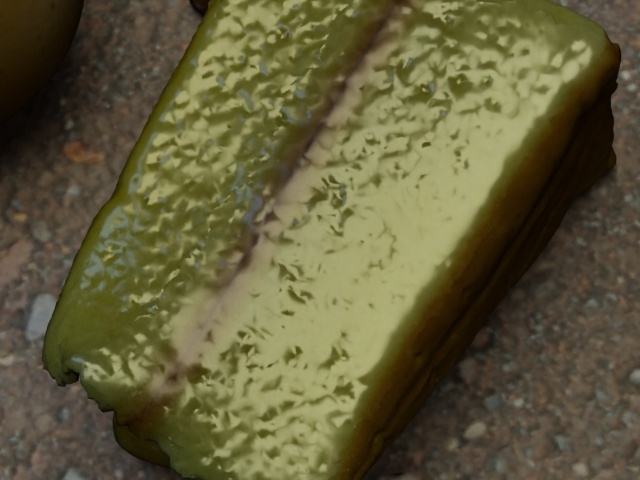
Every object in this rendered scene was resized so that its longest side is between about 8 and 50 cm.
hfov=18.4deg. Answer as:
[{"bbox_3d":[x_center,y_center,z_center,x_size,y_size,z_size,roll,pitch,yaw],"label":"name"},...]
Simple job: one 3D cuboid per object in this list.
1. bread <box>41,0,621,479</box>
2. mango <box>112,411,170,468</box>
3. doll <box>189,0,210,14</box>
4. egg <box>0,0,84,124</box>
[{"bbox_3d":[0.000,0.000,1.208,0.233,0.245,0.361,29,77,14],"label":"bread"},{"bbox_3d":[-0.053,0.080,1.243,0.111,0.089,0.163,27,77,23],"label":"mango"},{"bbox_3d":[-0.054,-0.169,1.378,0.058,0.040,0.085,-37,69,-23],"label":"doll"},{"bbox_3d":[-0.308,-0.186,1.281,0.323,0.250,0.250,19,69,17],"label":"egg"}]
